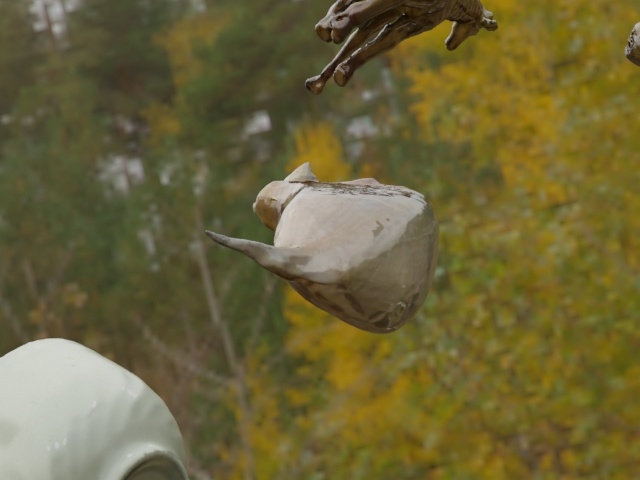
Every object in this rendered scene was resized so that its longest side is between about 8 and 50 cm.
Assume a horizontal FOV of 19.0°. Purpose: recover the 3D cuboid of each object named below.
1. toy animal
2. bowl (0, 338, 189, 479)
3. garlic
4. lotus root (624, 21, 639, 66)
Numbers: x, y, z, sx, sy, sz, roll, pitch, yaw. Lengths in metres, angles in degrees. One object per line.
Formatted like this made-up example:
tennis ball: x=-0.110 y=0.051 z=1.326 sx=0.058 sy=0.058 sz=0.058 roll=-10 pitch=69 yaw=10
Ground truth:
toy animal: x=0.082 y=-0.192 z=1.602 sx=0.275 sy=0.054 sz=0.149 roll=-29 pitch=-26 yaw=-49
bowl: x=-0.211 y=0.233 z=1.691 sx=0.145 sy=0.277 sz=0.277 roll=13 pitch=13 yaw=33
garlic: x=0.007 y=0.005 z=1.160 sx=0.128 sy=0.090 sz=0.198 roll=21 pitch=15 yaw=4
lotus root: x=0.266 y=-0.138 z=1.399 sx=0.083 sy=0.030 sz=0.037 roll=8 pitch=-51 yaw=-23
